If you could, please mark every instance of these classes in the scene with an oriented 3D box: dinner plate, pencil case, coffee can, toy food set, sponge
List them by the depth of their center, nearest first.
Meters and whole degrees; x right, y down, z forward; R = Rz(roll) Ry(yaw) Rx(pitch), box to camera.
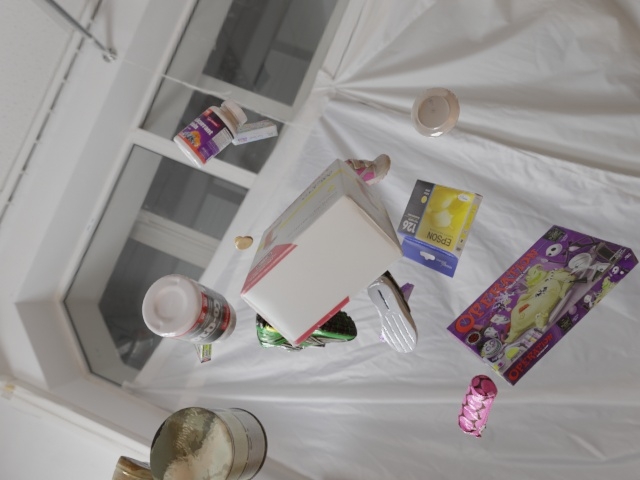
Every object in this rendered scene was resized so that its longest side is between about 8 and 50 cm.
[{"bbox_3d":[-0.266,0.522,1.229,0.275,0.202,0.201,62,-130,-68],"label":"coffee can"},{"bbox_3d":[0.322,-0.363,1.392,0.017,0.141,0.141,-1,-65,-62],"label":"dinner plate"},{"bbox_3d":[0.521,0.548,1.626,0.098,0.095,0.209,-110,19,-57],"label":"pencil case"},{"bbox_3d":[0.278,0.261,1.800,0.117,0.031,0.210,-18,-50,-59],"label":"sponge"},{"bbox_3d":[-0.320,0.010,2.054,0.083,0.020,0.082,-16,-38,-23],"label":"toy food set"}]

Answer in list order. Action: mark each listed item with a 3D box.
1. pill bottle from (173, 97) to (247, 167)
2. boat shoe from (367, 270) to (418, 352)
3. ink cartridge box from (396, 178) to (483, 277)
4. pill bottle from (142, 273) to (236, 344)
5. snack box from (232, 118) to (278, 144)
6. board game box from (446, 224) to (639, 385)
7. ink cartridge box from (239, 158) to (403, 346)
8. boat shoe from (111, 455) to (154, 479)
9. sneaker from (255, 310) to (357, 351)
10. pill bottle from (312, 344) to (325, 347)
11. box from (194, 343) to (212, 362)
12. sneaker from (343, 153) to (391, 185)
[{"bbox_3d":[-0.300,-0.303,1.368,0.193,0.108,0.108,-44,-10,-10],"label":"pill bottle"},{"bbox_3d":[0.256,0.230,1.658,0.335,0.121,0.119,67,-151,-28],"label":"boat shoe"},{"bbox_3d":[0.421,-0.055,1.835,0.304,0.072,0.307,27,97,54],"label":"ink cartridge box"},{"bbox_3d":[-0.345,0.201,1.357,0.161,0.161,0.283,-67,-19,-11],"label":"pill bottle"},{"bbox_3d":[-0.216,-0.342,1.549,0.100,0.141,0.037,-131,28,-57],"label":"snack box"},{"bbox_3d":[0.447,0.120,1.026,0.347,0.056,0.208,-44,18,-2],"label":"board game box"},{"bbox_3d":[0.000,0.000,1.056,0.279,0.160,0.384,-43,13,14],"label":"ink cartridge box"},{"bbox_3d":[-0.535,0.753,1.515,0.110,0.122,0.341,-65,-29,-25],"label":"boat shoe"},{"bbox_3d":[-0.046,0.301,1.656,0.134,0.344,0.146,-92,8,-55],"label":"sneaker"},{"bbox_3d":[-0.029,0.269,1.828,0.130,0.131,0.245,80,-162,-80],"label":"pill bottle"},{"bbox_3d":[-0.413,0.292,1.648,0.036,0.207,0.114,-12,-41,-26],"label":"box"},{"bbox_3d":[0.134,-0.240,1.710,0.252,0.111,0.103,-34,24,-14],"label":"sneaker"}]
